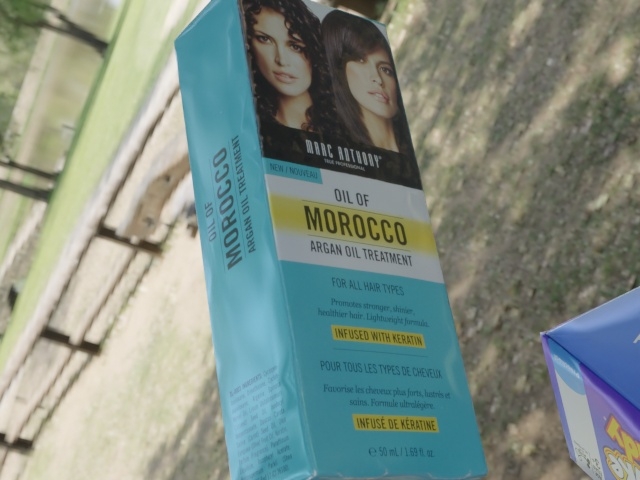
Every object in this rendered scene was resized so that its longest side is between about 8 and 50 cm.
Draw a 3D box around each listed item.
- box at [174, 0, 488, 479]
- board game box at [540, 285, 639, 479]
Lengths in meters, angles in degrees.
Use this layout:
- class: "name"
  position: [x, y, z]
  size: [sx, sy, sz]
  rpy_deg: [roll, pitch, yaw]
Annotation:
- class: "box"
  position: [0.000, 0.000, 0.506]
  size: [0.060, 0.100, 0.244]
  rpy_deg: [-36, 56, 44]
- class: "board game box"
  position: [0.301, 0.043, 0.424]
  size: [0.233, 0.347, 0.078]
  rpy_deg: [47, 159, 61]
